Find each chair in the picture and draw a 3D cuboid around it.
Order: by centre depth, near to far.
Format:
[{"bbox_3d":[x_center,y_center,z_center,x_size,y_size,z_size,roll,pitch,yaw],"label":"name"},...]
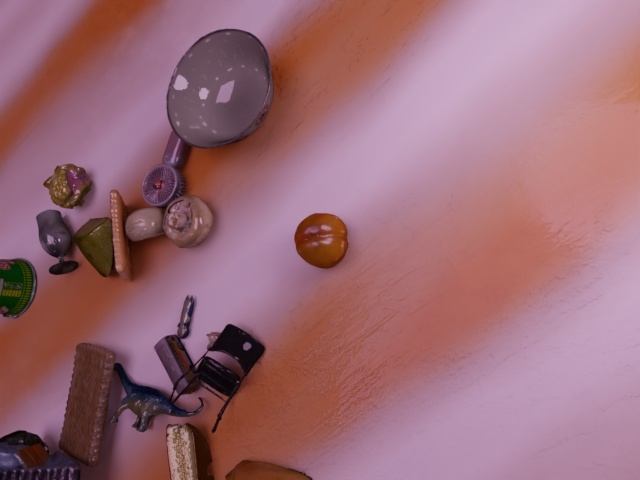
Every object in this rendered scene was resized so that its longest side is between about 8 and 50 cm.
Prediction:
[{"bbox_3d":[-0.258,0.344,1.371,0.140,0.221,0.145,33,140,3],"label":"chair"}]

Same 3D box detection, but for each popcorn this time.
[{"bbox_3d":[-0.806,-0.173,1.715,0.126,0.126,0.144,3,91,16],"label":"popcorn"}]

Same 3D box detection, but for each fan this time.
[{"bbox_3d":[-0.447,-0.214,1.588,0.130,0.074,0.244,13,85,26],"label":"fan"}]

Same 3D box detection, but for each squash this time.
[{"bbox_3d":[-0.687,0.023,1.605,0.192,0.085,0.183,-1,93,51],"label":"squash"}]

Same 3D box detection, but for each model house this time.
[{"bbox_3d":[-0.758,0.725,1.453,0.340,0.297,0.359,0,81,16],"label":"model house"}]

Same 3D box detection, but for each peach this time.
[{"bbox_3d":[0.000,0.000,1.319,0.138,0.138,0.138,-5,79,23],"label":"peach"}]

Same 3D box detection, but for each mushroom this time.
[{"bbox_3d":[-0.378,-0.056,1.502,0.154,0.123,0.154,-3,83,27],"label":"mushroom"}]

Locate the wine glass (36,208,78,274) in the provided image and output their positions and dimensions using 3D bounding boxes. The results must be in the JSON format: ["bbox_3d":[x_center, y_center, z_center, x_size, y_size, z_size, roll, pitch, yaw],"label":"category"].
[{"bbox_3d":[-0.847,0.003,1.717,0.093,0.093,0.202,-30,70,16],"label":"wine glass"}]

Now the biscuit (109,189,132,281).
[{"bbox_3d":[-0.584,-0.012,1.579,0.030,0.160,0.249,-7,74,-12],"label":"biscuit"}]

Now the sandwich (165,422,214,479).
[{"bbox_3d":[-0.333,0.592,1.385,0.090,0.088,0.244,-16,70,12],"label":"sandwich"}]

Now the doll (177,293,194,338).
[{"bbox_3d":[-0.377,0.214,1.502,0.037,0.027,0.125,5,82,32],"label":"doll"}]

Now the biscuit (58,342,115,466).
[{"bbox_3d":[-0.676,0.469,1.559,0.217,0.044,0.324,0,80,40],"label":"biscuit"}]

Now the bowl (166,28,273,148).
[{"bbox_3d":[-0.247,-0.392,1.485,0.338,0.158,0.336,-5,78,24],"label":"bowl"}]

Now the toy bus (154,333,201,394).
[{"bbox_3d":[-0.390,0.337,1.462,0.057,0.072,0.172,-43,66,16],"label":"toy bus"}]

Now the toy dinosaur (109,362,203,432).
[{"bbox_3d":[-0.484,0.455,1.479,0.363,0.076,0.147,11,73,31],"label":"toy dinosaur"}]

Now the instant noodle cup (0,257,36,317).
[{"bbox_3d":[-1.080,0.144,1.716,0.207,0.233,0.206,-4,80,23],"label":"instant noodle cup"}]

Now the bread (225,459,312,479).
[{"bbox_3d":[-0.148,0.630,1.265,0.252,0.133,0.174,1,82,23],"label":"bread"}]

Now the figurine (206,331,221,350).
[{"bbox_3d":[-0.265,0.272,1.437,0.084,0.047,0.050,1,96,17],"label":"figurine"}]

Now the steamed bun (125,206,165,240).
[{"bbox_3d":[-0.507,-0.050,1.553,0.130,0.113,0.090,-9,100,45],"label":"steamed bun"}]
